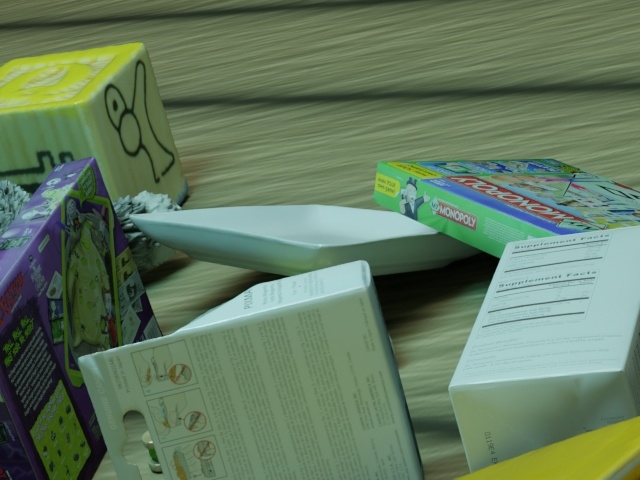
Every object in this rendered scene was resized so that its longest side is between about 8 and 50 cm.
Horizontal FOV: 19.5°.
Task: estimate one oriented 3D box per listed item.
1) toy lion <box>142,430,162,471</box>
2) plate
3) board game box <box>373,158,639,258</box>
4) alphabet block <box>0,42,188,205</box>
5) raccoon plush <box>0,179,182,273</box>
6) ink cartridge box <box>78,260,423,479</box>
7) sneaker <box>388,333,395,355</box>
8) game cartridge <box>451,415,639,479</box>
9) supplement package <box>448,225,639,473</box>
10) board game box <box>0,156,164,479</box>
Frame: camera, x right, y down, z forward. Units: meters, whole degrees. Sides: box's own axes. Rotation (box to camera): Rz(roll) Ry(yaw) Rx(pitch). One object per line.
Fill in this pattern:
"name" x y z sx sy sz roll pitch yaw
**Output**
"toy lion" -0.098 0.178 1.603 0.096 0.034 0.100 16 36 39
"plate" 0.000 0.000 1.840 0.277 0.045 0.278 7 9 43
"board game box" 0.220 -0.024 1.764 0.214 0.046 0.317 -1 15 -29
"alphabet block" -0.289 -0.096 2.134 0.193 0.197 0.192 -6 24 20
"raccoon plush" -0.297 0.009 1.803 0.446 0.216 0.299 -27 14 -25
"ink cartridge box" -0.051 0.133 1.471 0.232 0.189 0.066 -12 22 8
"sneaker" 0.008 0.081 1.727 0.065 0.061 0.158 -32 24 -14
"game cartridge" 0.072 0.222 1.209 0.285 0.052 0.324 -32 0 -35
"supplement package" 0.201 0.103 1.451 0.134 0.139 0.244 -7 24 21
"board game box" -0.235 0.086 1.669 0.056 0.208 0.347 -8 23 15
